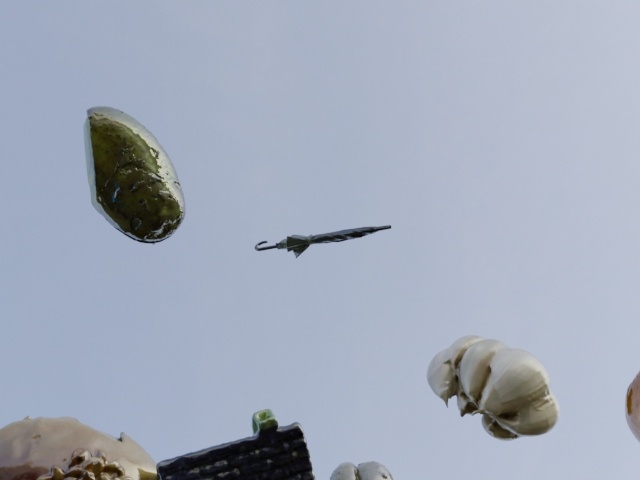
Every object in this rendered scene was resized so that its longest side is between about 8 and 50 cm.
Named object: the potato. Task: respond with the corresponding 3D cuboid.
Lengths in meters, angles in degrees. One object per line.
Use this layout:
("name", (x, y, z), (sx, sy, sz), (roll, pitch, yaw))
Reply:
("potato", (-0.247, -0.091, 1.098), (0.119, 0.054, 0.198), (-18, -93, -20))

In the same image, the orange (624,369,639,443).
("orange", (0.627, 0.280, 1.420), (0.219, 0.193, 0.219), (-21, -31, -14))

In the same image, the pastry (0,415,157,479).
("pastry", (-0.395, 0.465, 1.228), (0.409, 0.245, 0.410), (0, -93, -5))

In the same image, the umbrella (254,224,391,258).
("umbrella", (-0.002, 0.003, 1.463), (0.268, 0.044, 0.044), (-7, -59, 28))

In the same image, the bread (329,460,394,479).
("bread", (0.075, 0.436, 1.098), (0.101, 0.183, 0.338), (-12, -81, -4))

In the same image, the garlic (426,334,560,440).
("garlic", (0.356, 0.295, 1.718), (0.203, 0.281, 0.185), (-22, -35, -46))

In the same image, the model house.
("model house", (-0.114, 0.312, 1.033), (0.193, 0.170, 0.212), (-11, -66, -17))
